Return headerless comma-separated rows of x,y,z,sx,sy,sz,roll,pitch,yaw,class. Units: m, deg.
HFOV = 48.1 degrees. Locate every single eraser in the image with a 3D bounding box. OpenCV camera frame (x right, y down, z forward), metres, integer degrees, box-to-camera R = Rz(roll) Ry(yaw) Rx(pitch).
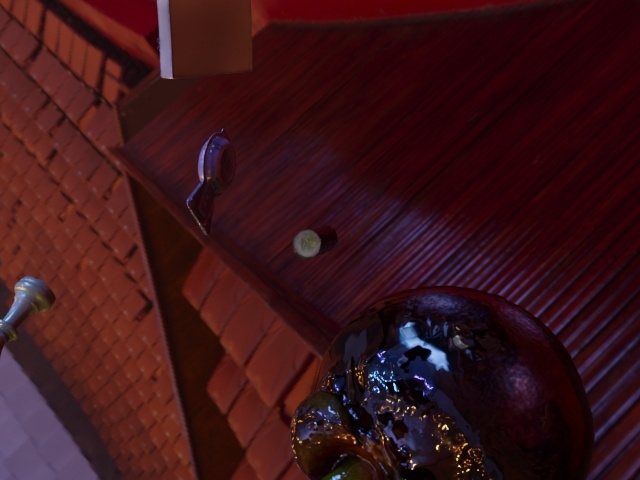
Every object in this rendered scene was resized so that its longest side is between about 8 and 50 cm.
-0.141,-0.259,0.894,0.023,0.150,0.103,12,111,32,eraser

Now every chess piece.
-0.434,0.121,0.994,0.059,0.149,0.059,17,141,14,chess piece

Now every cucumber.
0.000,0.000,0.783,0.032,0.032,0.133,47,-169,6,cucumber

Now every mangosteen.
0.112,0.183,0.732,0.293,0.296,0.297,18,-177,-22,mangosteen

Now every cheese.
-0.186,-0.111,1.243,0.042,0.190,0.105,1,145,18,cheese
